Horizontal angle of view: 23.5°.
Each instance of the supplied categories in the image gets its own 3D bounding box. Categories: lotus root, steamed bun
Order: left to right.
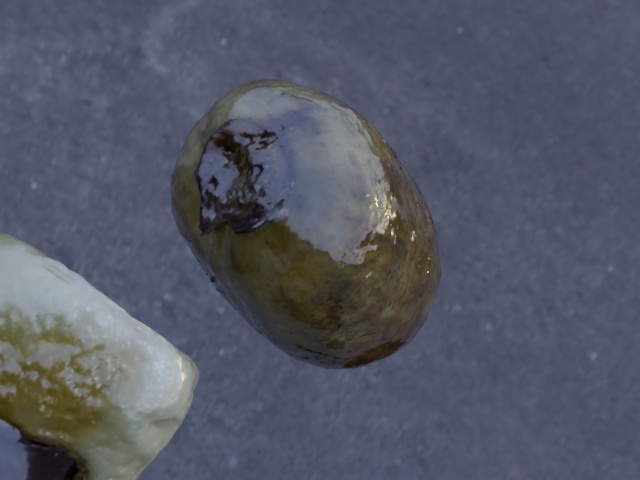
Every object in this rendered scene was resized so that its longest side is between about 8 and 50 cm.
[{"bbox_3d":[-0.155,0.088,0.707,0.141,0.172,0.155,34,76,-17],"label":"steamed bun"},{"bbox_3d":[0.000,0.000,0.872,0.145,0.128,0.260,59,7,25],"label":"lotus root"}]
